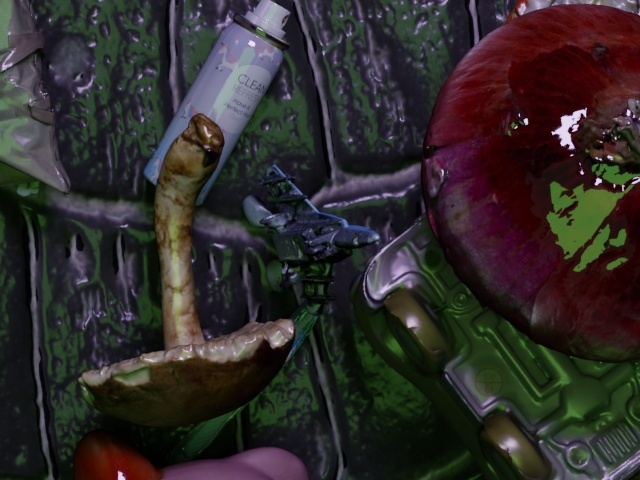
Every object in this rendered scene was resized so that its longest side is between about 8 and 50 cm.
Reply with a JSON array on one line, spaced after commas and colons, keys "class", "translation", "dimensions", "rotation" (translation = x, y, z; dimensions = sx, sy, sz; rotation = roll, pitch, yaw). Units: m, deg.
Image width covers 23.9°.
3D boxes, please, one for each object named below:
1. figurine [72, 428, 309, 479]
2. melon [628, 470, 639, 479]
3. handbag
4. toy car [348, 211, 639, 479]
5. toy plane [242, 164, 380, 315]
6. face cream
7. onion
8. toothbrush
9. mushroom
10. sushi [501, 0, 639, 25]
[{"class": "figurine", "translation": [-0.125, 0.348, 1.590], "dimensions": [0.261, 0.211, 0.269], "rotation": [-1, 107, -12]}, {"class": "melon", "translation": [0.293, 0.300, 1.674], "dimensions": [0.182, 0.098, 0.054], "rotation": [-29, 80, 17]}, {"class": "handbag", "translation": [-0.347, -0.171, 1.587], "dimensions": [0.182, 0.117, 0.270], "rotation": [-3, 99, 14]}, {"class": "toy car", "translation": [0.209, 0.116, 1.601], "dimensions": [0.242, 0.226, 0.336], "rotation": [-36, 81, -12]}, {"class": "toy plane", "translation": [-0.007, 0.003, 1.559], "dimensions": [0.078, 0.246, 0.169], "rotation": [-20, 99, -18]}, {"class": "face cream", "translation": [-0.104, -0.152, 1.610], "dimensions": [0.075, 0.075, 0.229], "rotation": [29, 98, -4]}, {"class": "onion", "translation": [0.271, -0.068, 1.390], "dimensions": [0.347, 0.285, 0.347], "rotation": [3, 74, -10]}, {"class": "toothbrush", "translation": [-0.126, 0.210, 1.683], "dimensions": [0.413, 0.042, 0.035], "rotation": [-49, 132, 6]}, {"class": "mushroom", "translation": [-0.128, 0.054, 1.587], "dimensions": [0.208, 0.233, 0.301], "rotation": [24, 72, -29]}, {"class": "sushi", "translation": [0.328, -0.220, 1.575], "dimensions": [0.332, 0.124, 0.130], "rotation": [6, 98, 1]}]
